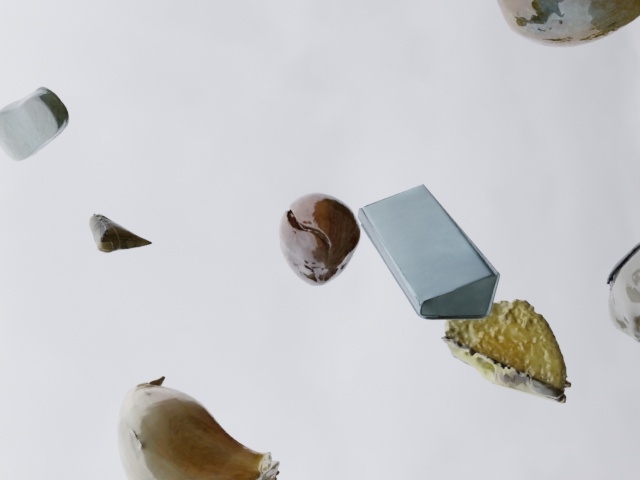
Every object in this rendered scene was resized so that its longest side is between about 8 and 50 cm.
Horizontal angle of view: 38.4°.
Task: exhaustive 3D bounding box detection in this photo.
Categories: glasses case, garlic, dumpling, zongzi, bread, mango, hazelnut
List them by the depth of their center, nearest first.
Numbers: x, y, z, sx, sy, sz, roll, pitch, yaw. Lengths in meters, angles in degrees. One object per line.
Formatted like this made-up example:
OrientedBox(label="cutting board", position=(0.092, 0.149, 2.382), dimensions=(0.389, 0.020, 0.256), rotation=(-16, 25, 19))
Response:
OrientedBox(label="mango", position=(0.359, -0.360, 1.170), dimensions=(0.193, 0.316, 0.146), rotation=(34, -124, -22))
OrientedBox(label="glasses case", position=(0.134, 0.018, 1.175), dimensions=(0.266, 0.105, 0.056), rotation=(-117, 7, -60))
OrientedBox(label="zongzi", position=(-0.309, -0.015, 1.415), dimensions=(0.076, 0.083, 0.040), rotation=(-124, 35, -44))
OrientedBox(label="hazelnut", position=(0.000, 0.000, 1.503), dimensions=(0.143, 0.143, 0.154), rotation=(-51, -20, -55))
OrientedBox(label="garlic", position=(-0.226, 0.400, 1.609), dimensions=(0.249, 0.313, 0.286), rotation=(-63, -18, -15))
OrientedBox(label="bread", position=(0.374, 0.212, 1.784), dimensions=(0.162, 0.262, 0.204), rotation=(-57, -22, -13))
OrientedBox(label="dumpling", position=(0.681, 0.081, 1.806), dimensions=(0.163, 0.293, 0.204), rotation=(32, -152, -23))

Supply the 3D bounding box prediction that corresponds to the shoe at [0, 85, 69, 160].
OrientedBox(label="shoe", position=(-0.394, -0.170, 1.291), dimensions=(0.078, 0.195, 0.079), rotation=(-37, -75, -36))
